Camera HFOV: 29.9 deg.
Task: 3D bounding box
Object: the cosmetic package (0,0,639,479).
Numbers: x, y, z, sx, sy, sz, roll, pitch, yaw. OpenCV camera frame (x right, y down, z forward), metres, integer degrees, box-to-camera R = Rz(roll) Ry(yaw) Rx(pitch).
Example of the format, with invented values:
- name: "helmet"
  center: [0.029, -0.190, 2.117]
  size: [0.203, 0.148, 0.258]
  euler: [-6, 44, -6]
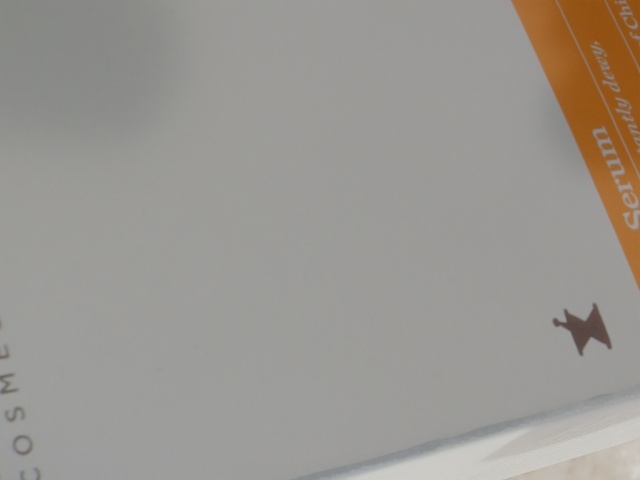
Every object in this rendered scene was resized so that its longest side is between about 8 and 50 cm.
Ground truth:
- name: "cosmetic package"
  center: [0.000, 0.000, 0.515]
  size: [0.161, 0.453, 0.230]
  euler: [-43, 62, 51]
